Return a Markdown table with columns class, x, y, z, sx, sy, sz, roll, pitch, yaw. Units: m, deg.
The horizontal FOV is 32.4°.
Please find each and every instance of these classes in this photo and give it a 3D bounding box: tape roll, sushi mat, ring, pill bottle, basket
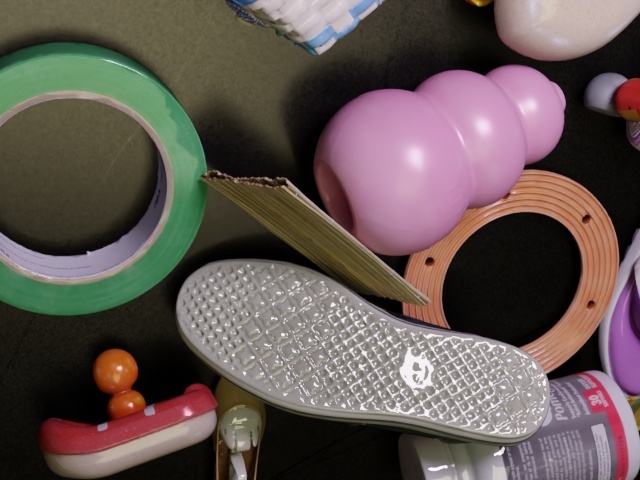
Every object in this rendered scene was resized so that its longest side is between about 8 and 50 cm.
| class | x | y | z | sx | sy | sz | roll | pitch | yaw |
| --- | --- | --- | --- | --- | --- | --- | --- | --- | --- |
| tape roll | -0.298 | -0.071 | 1.311 | 0.321 | 0.077 | 0.321 | -6 | 112 | -15 |
| sushi mat | 0.000 | 0.000 | 1.359 | 0.316 | 0.151 | 0.019 | 39 | 71 | -42 |
| ring | 0.270 | 0.057 | 1.570 | 0.336 | 0.032 | 0.337 | -7 | 114 | -15 |
| pill bottle | 0.282 | 0.305 | 1.592 | 0.318 | 0.176 | 0.176 | -12 | 114 | -13 |
| basket | -0.060 | -0.352 | 1.173 | 0.201 | 0.255 | 0.289 | -37 | 129 | 2 |

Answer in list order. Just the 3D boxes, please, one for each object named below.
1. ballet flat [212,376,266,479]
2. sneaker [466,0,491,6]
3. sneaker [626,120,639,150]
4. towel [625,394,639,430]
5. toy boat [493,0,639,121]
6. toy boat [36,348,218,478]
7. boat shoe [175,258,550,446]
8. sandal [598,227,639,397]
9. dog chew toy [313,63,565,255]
| class | x | y | z | sx | sy | sz | roll | pitch | yaw |
| --- | --- | --- | --- | --- | --- | --- | --- | --- | --- |
| ballet flat | -0.110 | 0.291 | 1.519 | 0.080 | 0.073 | 0.232 | -4 | 112 | -17 |
| sneaker | 0.180 | -0.371 | 1.345 | 0.064 | 0.067 | 0.175 | -28 | 115 | -3 |
| sneaker | 0.543 | -0.232 | 1.490 | 0.152 | 0.114 | 0.305 | 34 | 99 | -25 |
| towel | 0.536 | 0.266 | 1.719 | 0.237 | 0.021 | 0.102 | -5 | 142 | -16 |
| toy boat | 0.343 | -0.283 | 1.399 | 0.267 | 0.148 | 0.318 | -37 | 113 | -13 |
| toy boat | -0.255 | 0.214 | 1.424 | 0.231 | 0.151 | 0.151 | -18 | 85 | -10 |
| boat shoe | 0.049 | 0.159 | 1.448 | 0.499 | 0.156 | 0.187 | 16 | 74 | -4 |
| sandal | 0.518 | 0.065 | 1.610 | 0.169 | 0.102 | 0.417 | 3 | 112 | -16 |
| dog chew toy | 0.161 | -0.117 | 1.377 | 0.331 | 0.206 | 0.207 | -25 | 117 | -15 |
